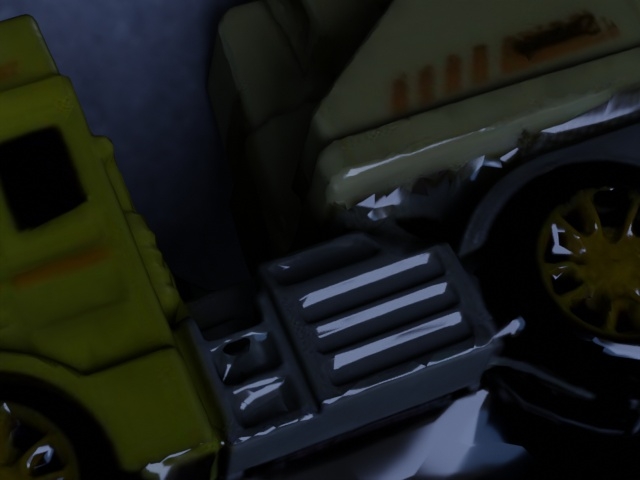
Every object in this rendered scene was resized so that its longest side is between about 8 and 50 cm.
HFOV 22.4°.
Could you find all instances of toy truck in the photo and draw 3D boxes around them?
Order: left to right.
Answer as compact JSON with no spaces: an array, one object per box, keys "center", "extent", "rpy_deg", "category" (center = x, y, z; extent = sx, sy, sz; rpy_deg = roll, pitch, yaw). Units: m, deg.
[{"center":[0.000,0.000,0.561],"extent":[0.405,0.254,0.180],"rpy_deg":[-19,156,-14],"category":"toy truck"}]
